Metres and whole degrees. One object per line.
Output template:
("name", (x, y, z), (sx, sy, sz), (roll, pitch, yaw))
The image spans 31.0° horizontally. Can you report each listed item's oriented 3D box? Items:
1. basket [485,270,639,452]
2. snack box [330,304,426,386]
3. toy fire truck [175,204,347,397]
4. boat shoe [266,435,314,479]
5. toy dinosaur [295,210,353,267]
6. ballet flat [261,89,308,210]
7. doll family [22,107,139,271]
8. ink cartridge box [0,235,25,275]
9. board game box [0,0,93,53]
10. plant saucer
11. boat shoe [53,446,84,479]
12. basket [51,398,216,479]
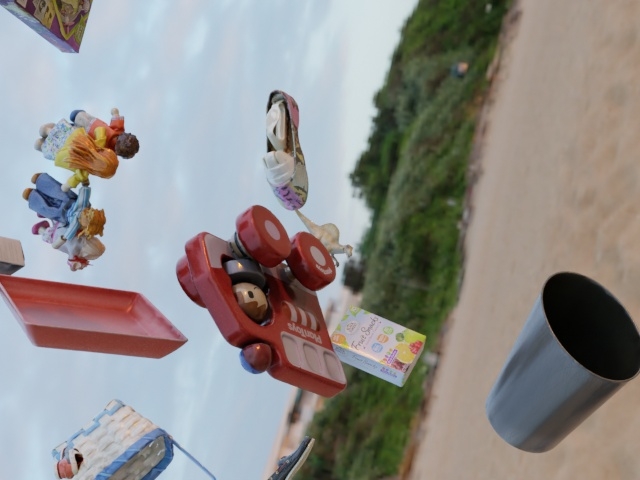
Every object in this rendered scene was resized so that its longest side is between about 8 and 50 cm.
("basket", (0.345, 0.194, 1.689), (0.204, 0.154, 0.227), (-101, 27, -43))
("snack box", (0.093, 0.175, 1.926), (0.100, 0.141, 0.037), (-53, -20, -46))
("toy fire truck", (-0.082, 0.107, 1.807), (0.302, 0.169, 0.254), (29, -146, -49))
("boat shoe", (-0.058, 0.392, 1.998), (0.133, 0.042, 0.049), (-53, -16, -13))
("toy dinosaur", (0.000, 0.000, 2.393), (0.053, 0.183, 0.092), (2, -59, -57))
("ballet flat", (-0.070, -0.161, 1.997), (0.079, 0.077, 0.221), (33, -132, -58))
("doll family", (-0.370, -0.079, 1.732), (0.118, 0.163, 0.263), (6, -74, -56))
("ink cartridge box", (-0.735, 0.065, 2.023), (0.307, 0.304, 0.072), (15, -129, -58))
("board game box", (-0.473, -0.545, 2.118), (0.208, 0.056, 0.346), (35, -117, -58))
("plant saucer", (-0.372, 0.125, 1.825), (0.258, 0.259, 0.047), (30, 108, 60))
("boat shoe", (-0.460, 0.411, 2.137), (0.137, 0.043, 0.049), (-128, 24, -87))
("basket", (-0.382, 0.485, 2.347), (0.255, 0.289, 0.201), (-37, -29, -19))
